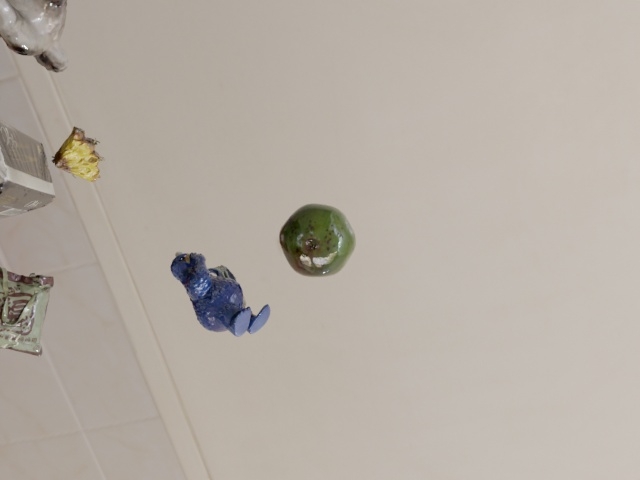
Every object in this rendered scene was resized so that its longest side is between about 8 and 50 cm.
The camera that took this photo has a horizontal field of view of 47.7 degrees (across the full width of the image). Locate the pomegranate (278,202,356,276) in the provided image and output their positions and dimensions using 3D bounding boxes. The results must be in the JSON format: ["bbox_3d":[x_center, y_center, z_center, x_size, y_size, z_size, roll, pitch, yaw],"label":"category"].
[{"bbox_3d":[0.000,0.000,1.733,0.181,0.181,0.224,-12,177,12],"label":"pomegranate"}]

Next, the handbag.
[{"bbox_3d":[-0.851,0.196,1.981,0.213,0.235,0.127,12,171,-31],"label":"handbag"}]

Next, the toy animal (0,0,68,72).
[{"bbox_3d":[-0.714,-0.526,1.605,0.344,0.303,0.194,34,-111,13],"label":"toy animal"}]

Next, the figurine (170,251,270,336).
[{"bbox_3d":[-0.232,0.117,1.538,0.262,0.164,0.121,38,-86,40],"label":"figurine"}]

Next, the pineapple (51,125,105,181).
[{"bbox_3d":[-0.560,-0.198,1.664,0.116,0.137,0.069,-14,-137,-8],"label":"pineapple"}]

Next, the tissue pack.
[{"bbox_3d":[-0.827,-0.168,1.828,0.210,0.198,0.370,-22,178,-5],"label":"tissue pack"}]
